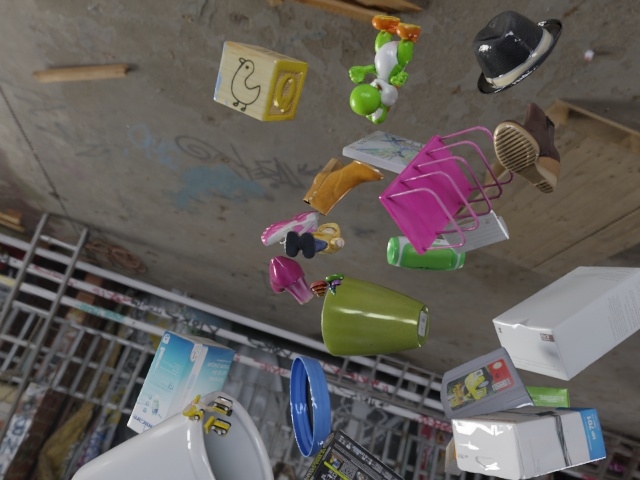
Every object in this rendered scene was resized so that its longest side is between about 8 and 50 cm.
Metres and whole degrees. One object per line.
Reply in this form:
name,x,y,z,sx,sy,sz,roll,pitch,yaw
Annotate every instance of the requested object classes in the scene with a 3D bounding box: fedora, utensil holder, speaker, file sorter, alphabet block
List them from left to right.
utensil holder,-0.354,0.600,1.265,0.386,0.327,0.327,-29,141,8
alphabet block,-0.184,-0.493,1.629,0.197,0.193,0.192,26,116,20
speaker,0.431,0.053,2.143,0.297,0.131,0.131,5,156,-6
file sorter,0.344,-0.137,1.379,0.202,0.290,0.182,52,151,-18
fedora,0.577,-0.612,1.627,0.153,0.334,0.334,39,149,-18

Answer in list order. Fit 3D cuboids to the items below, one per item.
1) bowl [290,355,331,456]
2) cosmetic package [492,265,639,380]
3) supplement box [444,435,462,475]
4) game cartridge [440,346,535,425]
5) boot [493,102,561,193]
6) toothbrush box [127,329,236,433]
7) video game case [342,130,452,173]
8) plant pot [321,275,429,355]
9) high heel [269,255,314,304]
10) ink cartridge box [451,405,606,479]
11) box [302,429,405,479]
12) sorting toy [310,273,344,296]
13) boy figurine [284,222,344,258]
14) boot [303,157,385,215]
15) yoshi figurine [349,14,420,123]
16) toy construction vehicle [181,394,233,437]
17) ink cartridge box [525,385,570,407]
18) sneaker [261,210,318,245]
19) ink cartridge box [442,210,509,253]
bowl,-0.043,0.665,2.117,0.077,0.390,0.391,-1,159,-16
cosmetic package,0.705,0.214,1.451,0.156,0.385,0.217,67,159,-8
supplement box,0.319,0.497,1.216,0.036,0.062,0.098,11,140,7
game cartridge,0.387,0.364,1.251,0.196,0.294,0.060,-33,96,13
boot,0.483,-0.248,1.225,0.090,0.206,0.248,-19,136,41
toothbrush box,-0.411,0.441,1.574,0.126,0.295,0.216,16,170,30
video game case,0.296,-0.330,1.979,0.329,0.300,0.036,23,123,23
plant pot,0.196,0.262,1.717,0.294,0.274,0.274,2,151,29
high heel,-0.091,0.062,1.148,0.117,0.082,0.244,55,176,-17
ink cartridge box,0.331,0.318,0.840,0.191,0.082,0.140,4,165,-29
box,0.086,0.629,1.263,0.270,0.216,0.060,38,148,-2
sorting toy,0.023,0.124,1.398,0.102,0.042,0.061,-24,159,25
boy figurine,0.000,0.000,1.676,0.178,0.092,0.285,5,-170,24
boot,0.075,-0.175,1.821,0.104,0.211,0.295,37,170,-39
yoshi figurine,0.205,-0.578,1.816,0.203,0.203,0.361,10,121,-6
toy construction vehicle,-0.215,0.343,1.021,0.098,0.086,0.035,17,112,7
ink cartridge box,0.591,0.478,1.460,0.189,0.096,0.255,-3,155,23
sneaker,-0.093,-0.022,1.851,0.103,0.252,0.111,-1,108,53
ink cartridge box,0.503,-0.043,1.730,0.189,0.066,0.232,-19,144,24
